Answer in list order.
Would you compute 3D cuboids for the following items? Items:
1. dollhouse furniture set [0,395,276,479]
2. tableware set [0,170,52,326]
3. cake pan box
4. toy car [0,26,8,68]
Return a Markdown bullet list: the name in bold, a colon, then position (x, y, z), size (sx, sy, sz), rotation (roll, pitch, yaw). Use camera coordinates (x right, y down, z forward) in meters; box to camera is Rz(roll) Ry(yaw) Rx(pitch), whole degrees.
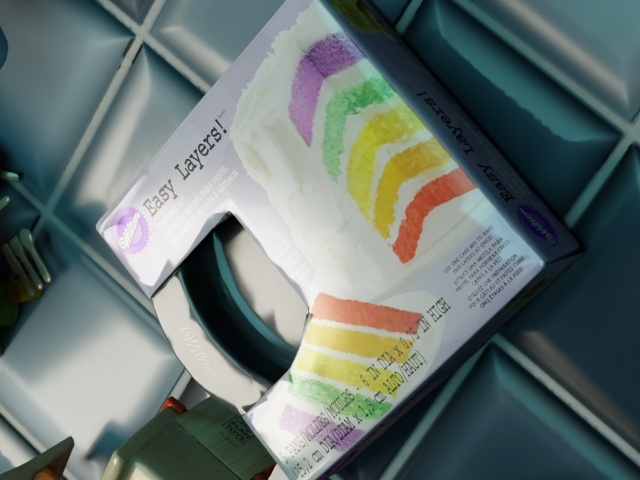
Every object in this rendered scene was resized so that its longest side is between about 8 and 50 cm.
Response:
- **dollhouse furniture set**: position (-0.112, 0.236, 1.226), size (0.262, 0.135, 0.259), rotation (39, 128, 18)
- **tableware set**: position (-0.261, -0.013, 1.302), size (0.104, 0.024, 0.154), rotation (-35, 83, 37)
- **cake pan box**: position (0.000, 0.000, 1.125), size (0.267, 0.070, 0.246), rotation (-45, 75, 30)
- **toy car**: position (-0.334, -0.249, 1.206), size (0.210, 0.238, 0.219), rotation (-10, 134, 9)
